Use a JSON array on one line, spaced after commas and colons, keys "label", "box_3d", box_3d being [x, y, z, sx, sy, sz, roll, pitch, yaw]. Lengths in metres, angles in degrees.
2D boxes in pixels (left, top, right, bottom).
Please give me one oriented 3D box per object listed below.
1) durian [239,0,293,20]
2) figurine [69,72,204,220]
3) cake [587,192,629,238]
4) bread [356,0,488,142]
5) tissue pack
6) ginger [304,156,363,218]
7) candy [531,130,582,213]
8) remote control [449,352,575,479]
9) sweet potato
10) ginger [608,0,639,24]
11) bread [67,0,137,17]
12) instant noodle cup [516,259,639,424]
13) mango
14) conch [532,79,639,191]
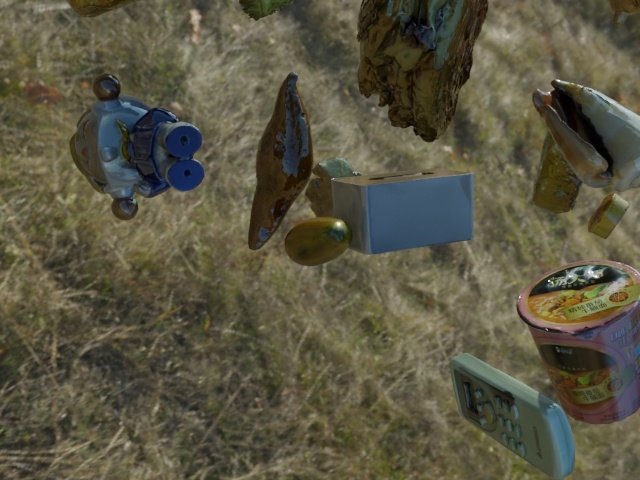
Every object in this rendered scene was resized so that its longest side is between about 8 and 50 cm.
[{"label": "durian", "box_3d": [-0.110, -0.539, 1.365, 0.198, 0.394, 0.163, -16, 50, -16]}, {"label": "figurine", "box_3d": [-0.246, -0.137, 1.117, 0.133, 0.274, 0.193, -19, 91, -37]}, {"label": "cake", "box_3d": [0.513, -0.044, 1.469, 0.044, 0.084, 0.084, 36, 30, 14]}, {"label": "bread", "box_3d": [0.138, -0.314, 1.172, 0.324, 0.167, 0.277, 58, 49, -73]}, {"label": "tissue pack", "box_3d": [0.163, -0.061, 1.626, 0.246, 0.159, 0.135, -7, 101, -23]}, {"label": "ginger", "box_3d": [0.030, -0.099, 1.974, 0.138, 0.213, 0.074, 15, 43, 9]}, {"label": "candy", "box_3d": [0.565, -0.187, 1.886, 0.118, 0.259, 0.260, 19, 32, 15]}, {"label": "remote control", "box_3d": [0.325, 0.300, 1.417, 0.056, 0.296, 0.140, -22, 109, -18]}, {"label": "sweet potato", "box_3d": [-0.070, -0.148, 1.593, 0.112, 0.112, 0.358, -26, 130, -57]}, {"label": "ginger", "box_3d": [0.545, -0.420, 1.313, 0.065, 0.117, 0.299, 29, -4, -6]}, {"label": "bread", "box_3d": [-0.168, -0.421, 1.041, 0.109, 0.381, 0.185, -140, -151, -73]}, {"label": "instant noodle cup", "box_3d": [0.516, 0.202, 1.562, 0.254, 0.244, 0.244, 69, 29, -23]}, {"label": "mango", "box_3d": [0.002, -0.001, 1.528, 0.111, 0.163, 0.089, -19, 92, -46]}, {"label": "conch", "box_3d": [0.463, -0.163, 1.365, 0.255, 0.158, 0.127, 55, -10, 36]}]
